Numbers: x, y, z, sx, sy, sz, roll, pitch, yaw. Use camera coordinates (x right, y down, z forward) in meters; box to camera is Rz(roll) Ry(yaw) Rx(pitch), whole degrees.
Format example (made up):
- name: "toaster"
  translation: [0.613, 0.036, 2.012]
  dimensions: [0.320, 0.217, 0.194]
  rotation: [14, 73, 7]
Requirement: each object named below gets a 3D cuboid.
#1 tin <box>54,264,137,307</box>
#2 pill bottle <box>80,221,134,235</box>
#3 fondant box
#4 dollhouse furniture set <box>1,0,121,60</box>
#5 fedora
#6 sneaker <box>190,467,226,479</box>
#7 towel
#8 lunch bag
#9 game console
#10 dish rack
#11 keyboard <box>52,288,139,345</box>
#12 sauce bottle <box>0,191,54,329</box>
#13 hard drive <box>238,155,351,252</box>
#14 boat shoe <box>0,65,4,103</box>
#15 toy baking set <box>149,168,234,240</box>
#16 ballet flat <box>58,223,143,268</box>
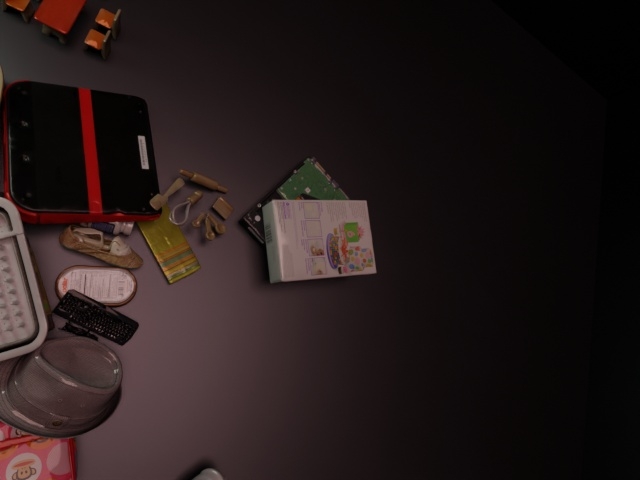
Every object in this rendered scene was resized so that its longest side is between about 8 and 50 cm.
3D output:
- name: "tin"
  translation: [-0.570, 0.116, 1.106]
  dimensions: [0.189, 0.040, 0.106]
  rotation: [4, 73, -27]
- name: "pill bottle"
  translation: [-0.554, -0.053, 1.130]
  dimensions: [0.120, 0.067, 0.067]
  rotation: [18, 72, -23]
- name: "fondant box"
  translation: [0.000, 0.000, 1.328]
  dimensions: [0.330, 0.096, 0.238]
  rotation: [-3, 81, -28]
- name: "dollhouse furniture set"
  translation: [-0.668, -0.669, 1.159]
  dimensions: [0.262, 0.135, 0.259]
  rotation: [22, 70, -23]
- name: "fedora"
  translation: [-0.559, 0.297, 0.959]
  dimensions: [0.275, 0.124, 0.244]
  rotation: [34, 25, -24]
- name: "sneaker"
  translation: [-0.368, 0.680, 0.979]
  dimensions: [0.137, 0.210, 0.366]
  rotation: [33, 63, 24]
- name: "towel"
  translation: [-0.434, -0.002, 1.214]
  dimensions: [0.102, 0.021, 0.237]
  rotation: [-29, 93, -35]
- name: "lunch bag"
  translation: [-0.689, 0.469, 0.926]
  dimensions: [0.293, 0.120, 0.258]
  rotation: [-5, 77, -29]
- name: "game console"
  translation: [-0.606, -0.226, 1.111]
  dimensions: [0.342, 0.060, 0.387]
  rotation: [-2, 70, -36]
- name: "dish rack"
  translation: [-0.730, 0.097, 0.899]
  dimensions: [0.285, 0.072, 0.333]
  rotation: [-16, 87, -9]
- name: "keyboard"
  translation: [-0.558, 0.207, 1.069]
  dimensions: [0.192, 0.038, 0.100]
  rotation: [36, 83, -25]
- name: "sauce bottle"
  translation: [-0.719, 0.059, 0.994]
  dimensions: [0.111, 0.111, 0.344]
  rotation: [-19, 89, -30]
- name: "hard drive"
  translation: [-0.067, -0.088, 1.401]
  dimensions: [0.237, 0.064, 0.339]
  rotation: [47, 63, -12]
- name: "boat shoe"
  translation: [-0.807, -0.278, 0.984]
  dimensions: [0.110, 0.121, 0.341]
  rotation: [13, 61, -39]
- name: "toy baking set"
  translation: [-0.347, -0.109, 1.219]
  dimensions: [0.256, 0.030, 0.197]
  rotation: [27, 49, -41]
- name: "ballet flat"
  translation: [-0.554, 0.014, 1.108]
  dimensions: [0.206, 0.067, 0.073]
  rotation: [20, 29, -25]
